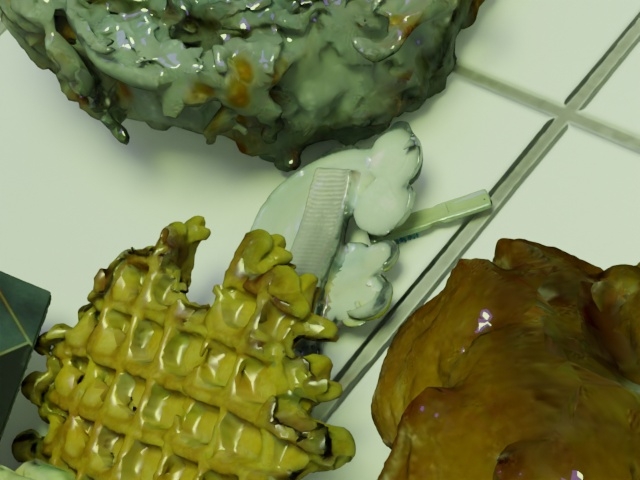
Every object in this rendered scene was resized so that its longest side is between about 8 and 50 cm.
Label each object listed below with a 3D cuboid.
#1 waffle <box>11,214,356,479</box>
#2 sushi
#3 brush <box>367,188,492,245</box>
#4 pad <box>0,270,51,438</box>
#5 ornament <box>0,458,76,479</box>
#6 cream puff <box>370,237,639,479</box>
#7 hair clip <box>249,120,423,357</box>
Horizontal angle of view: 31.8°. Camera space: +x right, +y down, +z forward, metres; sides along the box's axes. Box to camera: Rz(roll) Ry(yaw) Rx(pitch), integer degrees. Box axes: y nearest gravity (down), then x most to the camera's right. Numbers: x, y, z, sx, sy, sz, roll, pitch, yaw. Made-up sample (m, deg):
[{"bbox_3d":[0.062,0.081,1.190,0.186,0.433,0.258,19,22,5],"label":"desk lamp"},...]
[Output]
[{"bbox_3d":[-0.090,0.098,0.652,0.231,0.051,0.228,-37,54,17],"label":"waffle"},{"bbox_3d":[-0.052,-0.225,0.832,0.417,0.176,0.417,-5,52,7],"label":"sushi"},{"bbox_3d":[0.071,-0.013,0.732,0.083,0.013,0.016,-19,49,9],"label":"brush"},{"bbox_3d":[-0.281,0.031,0.639,0.004,0.243,0.163,-54,19,31],"label":"pad"},{"bbox_3d":[-0.138,0.219,0.588,0.201,0.059,0.180,11,91,42],"label":"ornament"},{"bbox_3d":[0.148,0.100,0.516,0.269,0.155,0.241,3,31,16],"label":"cream puff"},{"bbox_3d":[0.000,0.000,0.720,0.116,0.049,0.172,3,60,28],"label":"hair clip"}]
